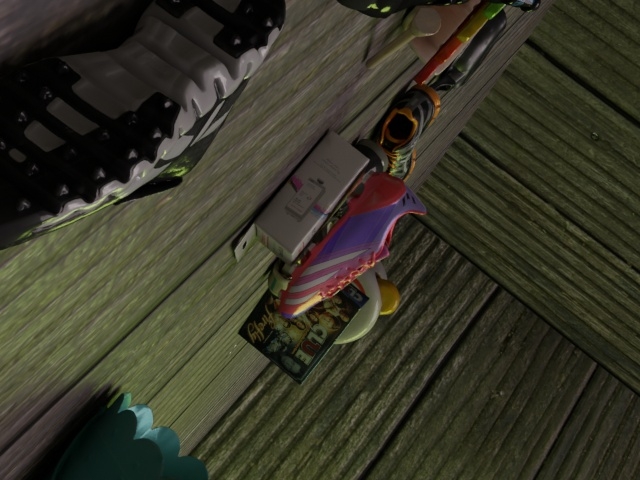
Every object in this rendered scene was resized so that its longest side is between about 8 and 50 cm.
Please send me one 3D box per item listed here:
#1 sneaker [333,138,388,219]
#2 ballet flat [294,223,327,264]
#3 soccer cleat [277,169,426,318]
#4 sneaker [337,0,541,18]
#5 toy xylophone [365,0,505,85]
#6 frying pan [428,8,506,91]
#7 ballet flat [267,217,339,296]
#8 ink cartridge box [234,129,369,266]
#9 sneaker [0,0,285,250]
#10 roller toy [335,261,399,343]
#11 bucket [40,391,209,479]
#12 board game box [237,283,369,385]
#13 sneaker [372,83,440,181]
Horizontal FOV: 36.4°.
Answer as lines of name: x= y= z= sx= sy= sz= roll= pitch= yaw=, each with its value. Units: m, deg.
sneaker: x=0.032 y=-0.065 z=1.557 sx=0.118 sy=0.083 sz=0.222 roll=-43 pitch=162 yaw=-25
ballet flat: x=-0.029 y=-0.007 z=1.530 sx=0.250 sy=0.058 sz=0.084 roll=-48 pitch=137 yaw=-76
soccer cleat: x=0.035 y=0.020 z=1.278 sx=0.248 sy=0.095 sz=0.083 roll=-53 pitch=176 yaw=17
sneaker: x=0.130 y=-0.247 z=0.779 sx=0.341 sy=0.140 sz=0.125 roll=-45 pitch=171 yaw=-48
toy xylophone: x=0.168 y=-0.266 z=1.065 sx=0.236 sy=0.081 sz=0.323 roll=-49 pitch=-174 yaw=-7
frying pan: x=0.268 y=-0.338 z=1.812 sx=0.197 sy=0.053 sz=0.326 roll=-56 pitch=176 yaw=37
ballet flat: x=0.000 y=0.000 z=1.699 sx=0.248 sy=0.086 sz=0.086 roll=-48 pitch=174 yaw=-24
ink cartridge box: x=-0.026 y=-0.037 z=1.261 sx=0.198 sy=0.067 sz=0.115 roll=-50 pitch=175 yaw=-9
sneaker: x=-0.103 y=-0.052 z=0.492 sx=0.234 sy=0.078 sz=0.106 roll=-49 pitch=172 yaw=-41
roller toy: x=0.034 y=0.104 z=1.930 sx=0.191 sy=0.209 sz=0.146 roll=-49 pitch=-178 yaw=19
bucket: x=-0.218 y=0.344 z=1.180 sx=0.183 sy=0.281 sz=0.281 roll=-42 pitch=173 yaw=-8
board game box: x=-0.036 y=0.145 z=1.860 sx=0.243 sy=0.165 sz=0.042 roll=-56 pitch=173 yaw=34
sneaker: x=0.120 y=-0.161 z=1.607 sx=0.083 sy=0.084 sz=0.215 roll=-42 pitch=160 yaw=-49
